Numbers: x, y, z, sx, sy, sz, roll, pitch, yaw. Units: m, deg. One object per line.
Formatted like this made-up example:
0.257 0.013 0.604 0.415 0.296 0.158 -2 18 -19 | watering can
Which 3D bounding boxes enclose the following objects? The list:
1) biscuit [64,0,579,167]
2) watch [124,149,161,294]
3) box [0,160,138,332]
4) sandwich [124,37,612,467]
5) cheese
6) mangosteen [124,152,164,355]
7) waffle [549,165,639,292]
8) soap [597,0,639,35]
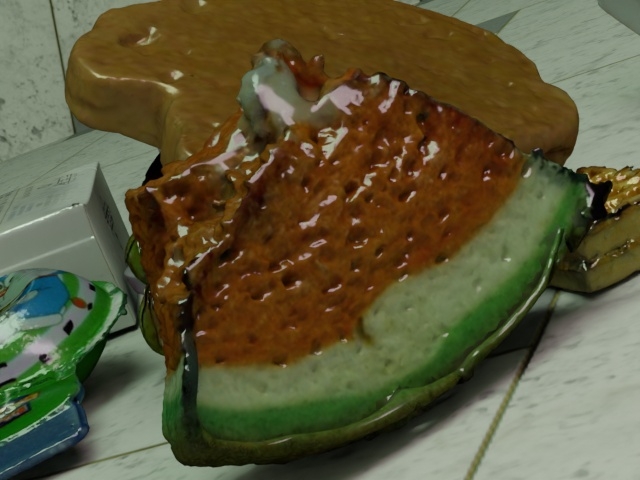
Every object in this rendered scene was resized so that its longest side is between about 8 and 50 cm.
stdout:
-0.007 -0.093 1.170 0.312 0.057 0.351 25 32 27 | biscuit
-0.083 -0.083 1.447 0.211 0.217 0.248 -20 11 11 | watch
-0.272 0.031 1.517 0.203 0.116 0.274 -22 11 -2 | box
0.000 0.014 0.949 0.292 0.212 0.109 -50 7 -28 | sandwich
-0.224 0.095 1.229 0.204 0.083 0.320 -26 20 -6 | cheese
-0.063 -0.003 1.237 0.180 0.166 0.166 -44 4 19 | mangosteen
0.166 -0.009 1.089 0.102 0.042 0.148 -27 13 -19 | waffle
0.372 -0.234 1.410 0.289 0.173 0.095 -15 14 28 | soap
